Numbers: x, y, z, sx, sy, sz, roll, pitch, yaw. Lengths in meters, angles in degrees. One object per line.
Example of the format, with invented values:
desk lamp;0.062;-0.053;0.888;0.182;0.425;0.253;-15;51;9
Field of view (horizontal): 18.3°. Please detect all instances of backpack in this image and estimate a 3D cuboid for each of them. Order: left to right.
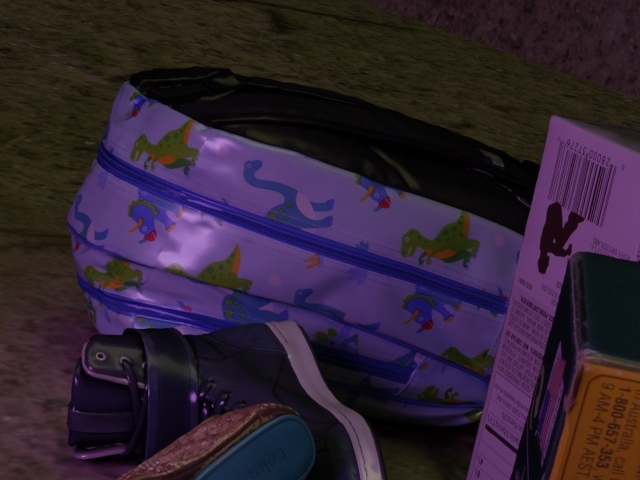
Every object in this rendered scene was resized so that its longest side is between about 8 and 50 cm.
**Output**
backpack;0.000;0.000;1.422;0.355;0.273;0.290;31;8;-28

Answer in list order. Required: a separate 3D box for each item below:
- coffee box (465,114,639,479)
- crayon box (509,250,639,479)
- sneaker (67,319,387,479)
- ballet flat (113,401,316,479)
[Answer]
coffee box;0.186;0.097;1.073;0.168;0.297;0.119;6;13;-25
crayon box;0.217;0.136;0.675;0.318;0.202;0.081;12;26;0
sneaker;-0.063;0.122;1.182;0.163;0.086;0.226;1;24;-22
ballet flat;-0.090;0.150;1.056;0.206;0.073;0.067;-25;11;-39
